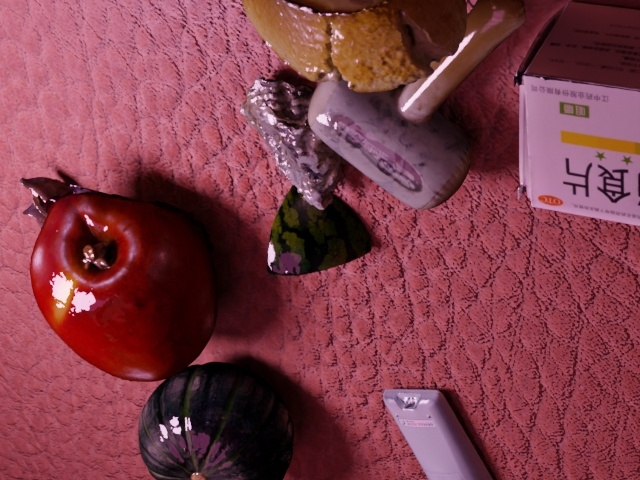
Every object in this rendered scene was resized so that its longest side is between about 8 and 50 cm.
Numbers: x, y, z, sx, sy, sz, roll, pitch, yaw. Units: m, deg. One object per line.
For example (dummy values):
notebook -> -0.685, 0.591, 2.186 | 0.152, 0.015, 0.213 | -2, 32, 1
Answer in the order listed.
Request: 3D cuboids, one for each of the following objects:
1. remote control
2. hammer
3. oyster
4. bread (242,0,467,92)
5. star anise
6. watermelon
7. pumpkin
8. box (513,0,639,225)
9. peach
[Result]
remote control -> 0.188, 0.333, 1.951 | 0.103, 0.051, 0.293 | -5, 125, 40
hammer -> 0.124, -0.175, 1.460 | 0.202, 0.113, 0.305 | 36, 136, -4
oyster -> -0.029, -0.125, 1.648 | 0.177, 0.064, 0.125 | 44, 144, -6
bread -> 0.035, -0.258, 1.375 | 0.257, 0.186, 0.124 | 19, 146, 40
star anise -> -0.353, -0.024, 1.986 | 0.208, 0.063, 0.172 | 16, 143, 15
watermelon -> 0.000, 0.000, 1.753 | 0.135, 0.125, 0.094 | 16, 171, -4
pumpkin -> -0.159, 0.303, 2.059 | 0.250, 0.216, 0.250 | 1, 110, 3
box -> 0.364, -0.112, 1.307 | 0.333, 0.145, 0.173 | 12, 133, 26
peach -> -0.278, 0.099, 1.893 | 0.258, 0.201, 0.361 | 1, 145, 4
